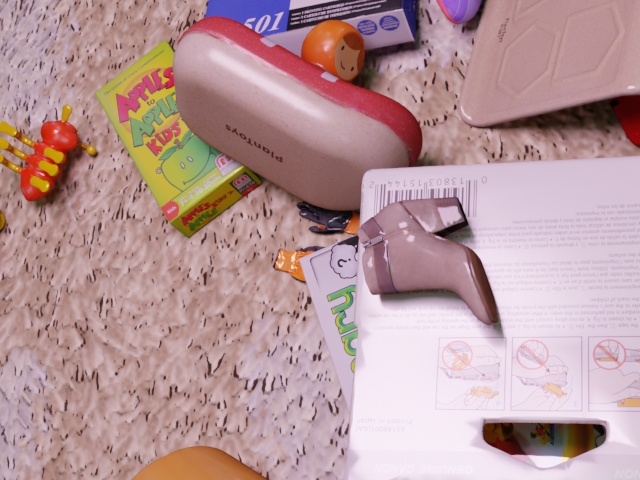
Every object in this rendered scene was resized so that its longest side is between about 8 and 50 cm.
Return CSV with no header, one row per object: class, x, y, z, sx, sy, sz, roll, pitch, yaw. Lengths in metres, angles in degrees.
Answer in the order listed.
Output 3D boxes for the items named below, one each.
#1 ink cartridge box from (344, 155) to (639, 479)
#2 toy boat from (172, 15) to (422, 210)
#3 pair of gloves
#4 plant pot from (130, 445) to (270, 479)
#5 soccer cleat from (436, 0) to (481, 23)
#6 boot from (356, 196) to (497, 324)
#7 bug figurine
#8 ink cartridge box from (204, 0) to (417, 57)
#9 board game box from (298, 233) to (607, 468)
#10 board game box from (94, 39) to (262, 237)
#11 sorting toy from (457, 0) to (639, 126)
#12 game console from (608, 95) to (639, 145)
ink cartridge box,0.173,0.066,0.870,0.296,0.066,0.261,-2,67,17
toy boat,-0.009,-0.134,1.024,0.231,0.151,0.151,31,67,10
pair of gloves,0.000,0.000,1.055,0.074,0.010,0.083,17,76,26
plant pot,-0.071,0.264,0.888,0.205,0.205,0.188,-50,46,-2
soccer cleat,0.149,-0.320,1.077,0.095,0.083,0.248,-9,62,32
boot,0.076,0.022,0.864,0.087,0.042,0.118,-22,61,14
bug figurine,-0.377,-0.085,1.202,0.279,0.072,0.216,31,90,24
ink cartridge box,-0.011,-0.222,1.111,0.207,0.046,0.097,-8,51,19
board game box,0.118,0.114,0.936,0.193,0.053,0.305,-24,63,8
board game box,-0.142,-0.102,1.131,0.092,0.043,0.181,-36,62,6
sorting toy,0.222,-0.195,0.994,0.208,0.038,0.193,-4,66,52
game console,0.308,-0.165,0.957,0.144,0.085,0.124,-29,88,48
